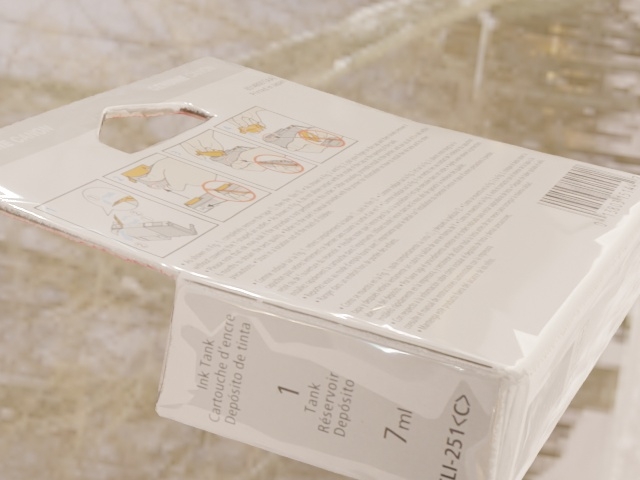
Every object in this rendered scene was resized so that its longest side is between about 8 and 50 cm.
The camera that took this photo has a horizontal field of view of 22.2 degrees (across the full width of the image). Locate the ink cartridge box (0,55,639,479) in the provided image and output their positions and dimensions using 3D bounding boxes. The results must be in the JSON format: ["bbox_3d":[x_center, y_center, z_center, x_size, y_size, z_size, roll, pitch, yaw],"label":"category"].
[{"bbox_3d":[0.000,0.000,0.731,0.296,0.261,0.066,-35,-42,-64],"label":"ink cartridge box"}]
